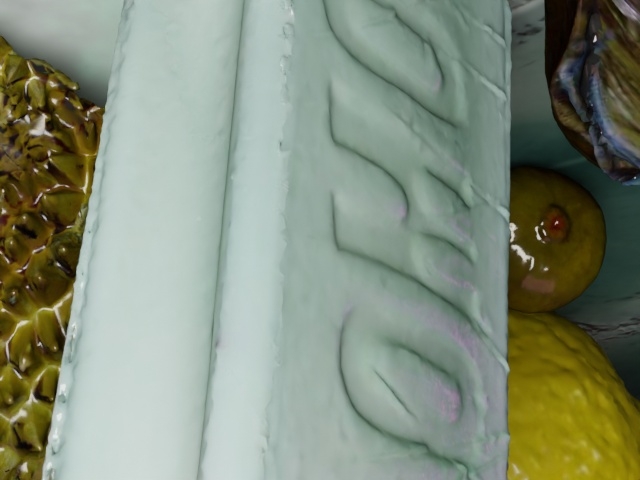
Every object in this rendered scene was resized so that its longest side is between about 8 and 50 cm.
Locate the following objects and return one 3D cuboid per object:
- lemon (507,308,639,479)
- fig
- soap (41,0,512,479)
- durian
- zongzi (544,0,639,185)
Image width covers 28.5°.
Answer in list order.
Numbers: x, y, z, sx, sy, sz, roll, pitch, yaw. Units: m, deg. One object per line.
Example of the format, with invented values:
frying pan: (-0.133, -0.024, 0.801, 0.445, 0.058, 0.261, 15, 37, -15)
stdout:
lemon: (0.051, 0.151, 0.717, 0.310, 0.253, 0.253, -10, 151, 10)
fig: (0.102, 0.001, 0.634, 0.074, 0.074, 0.088, 2, 168, -9)
soap: (0.000, 0.000, 0.427, 0.094, 0.261, 0.150, -9, 154, 31)
durian: (-0.114, 0.041, 0.584, 0.172, 0.166, 0.306, -17, 137, -23)
zongzi: (0.073, -0.139, 0.325, 0.300, 0.138, 0.286, 20, 154, -13)
